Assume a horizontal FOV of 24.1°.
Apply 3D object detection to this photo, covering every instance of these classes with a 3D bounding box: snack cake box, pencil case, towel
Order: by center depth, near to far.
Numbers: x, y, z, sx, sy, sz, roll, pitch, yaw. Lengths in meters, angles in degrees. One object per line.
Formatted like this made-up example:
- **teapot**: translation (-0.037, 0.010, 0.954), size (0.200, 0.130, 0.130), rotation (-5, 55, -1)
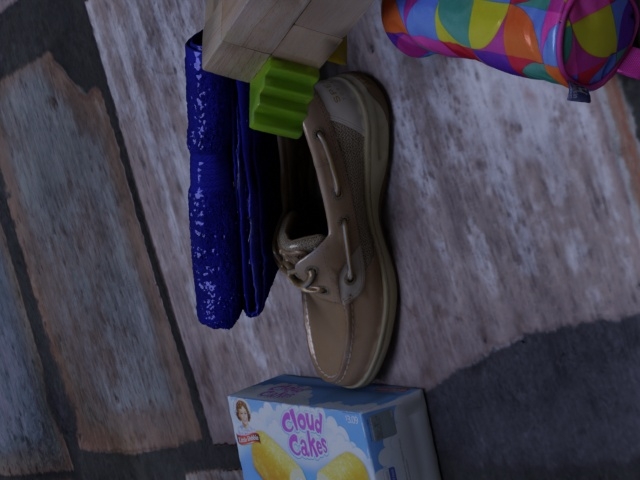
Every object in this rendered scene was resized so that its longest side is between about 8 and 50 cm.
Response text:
- **pencil case**: translation (0.155, -0.183, 1.243), size (0.236, 0.104, 0.104), rotation (25, 123, 49)
- **towel**: translation (-0.074, -0.085, 1.551), size (0.076, 0.227, 0.308), rotation (5, 114, 12)
- **snack cake box**: translation (0.014, 0.235, 1.632), size (0.264, 0.089, 0.152), rotation (-3, 102, 55)

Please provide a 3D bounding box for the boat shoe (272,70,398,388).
- **boat shoe**: translation (0.000, 0.000, 1.530), size (0.122, 0.110, 0.341), rotation (23, 122, 49)

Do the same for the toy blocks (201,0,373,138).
- **toy blocks**: translation (-0.007, -0.322, 1.305), size (0.261, 0.191, 0.381), rotation (134, 143, -52)
